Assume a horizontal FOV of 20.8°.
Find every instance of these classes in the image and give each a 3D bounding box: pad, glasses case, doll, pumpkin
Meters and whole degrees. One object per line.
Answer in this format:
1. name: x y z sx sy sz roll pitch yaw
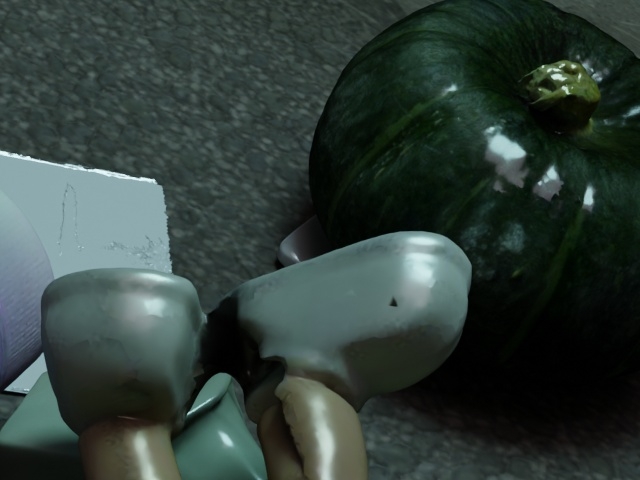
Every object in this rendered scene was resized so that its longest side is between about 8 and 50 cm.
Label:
1. pad: -0.169 0.019 1.124 0.156 0.004 0.232 9 38 -17
2. glasses case: 0.000 0.000 1.224 0.032 0.021 0.083 33 37 13
3. doll: -0.019 0.184 0.761 0.423 0.348 0.161 55 2 36
4. pumpkin: 0.139 -0.044 1.194 0.300 0.207 0.300 16 37 -12

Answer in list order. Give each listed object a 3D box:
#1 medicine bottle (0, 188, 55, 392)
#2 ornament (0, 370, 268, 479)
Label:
1. medicine bottle: -0.263 0.069 0.888 0.152 0.152 0.254 31 38 11
2. ornament: -0.039 0.154 0.920 0.285 0.130 0.120 32 38 13
